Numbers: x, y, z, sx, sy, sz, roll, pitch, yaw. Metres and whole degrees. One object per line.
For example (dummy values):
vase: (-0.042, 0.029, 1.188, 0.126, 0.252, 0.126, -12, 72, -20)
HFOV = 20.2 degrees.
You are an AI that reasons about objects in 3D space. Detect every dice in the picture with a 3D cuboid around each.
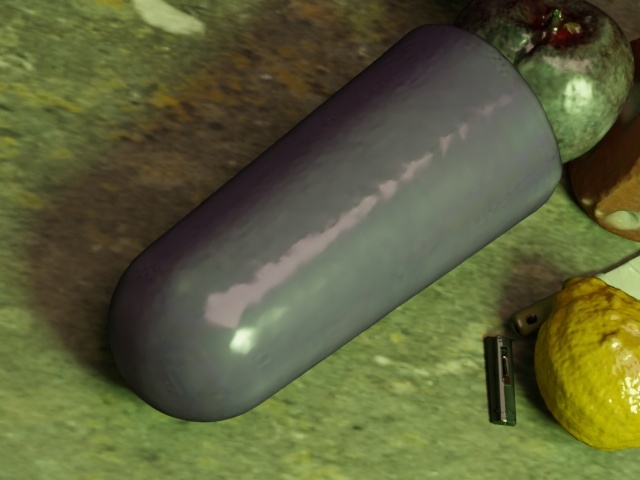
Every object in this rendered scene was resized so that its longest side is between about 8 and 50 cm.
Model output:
dice: (0.370, -0.103, 1.866, 0.174, 0.179, 0.175, 15, 64, -17)

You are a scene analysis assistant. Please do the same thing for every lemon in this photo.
lemon: (0.280, 0.122, 1.760, 0.142, 0.142, 0.187, -17, 76, -29)

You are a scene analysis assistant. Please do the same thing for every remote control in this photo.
remote control: (0.181, 0.138, 1.780, 0.034, 0.016, 0.091, 9, 67, -27)

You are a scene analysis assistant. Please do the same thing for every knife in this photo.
knife: (0.310, 0.048, 1.876, 0.298, 0.017, 0.047, -23, 81, -35)

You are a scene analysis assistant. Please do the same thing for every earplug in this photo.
earplug: (0.000, 0.000, 1.649, 0.456, 0.215, 0.215, -38, 89, -28)

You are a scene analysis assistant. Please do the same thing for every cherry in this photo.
cherry: (0.212, -0.162, 1.816, 0.195, 0.195, 0.195, 9, 67, -22)
